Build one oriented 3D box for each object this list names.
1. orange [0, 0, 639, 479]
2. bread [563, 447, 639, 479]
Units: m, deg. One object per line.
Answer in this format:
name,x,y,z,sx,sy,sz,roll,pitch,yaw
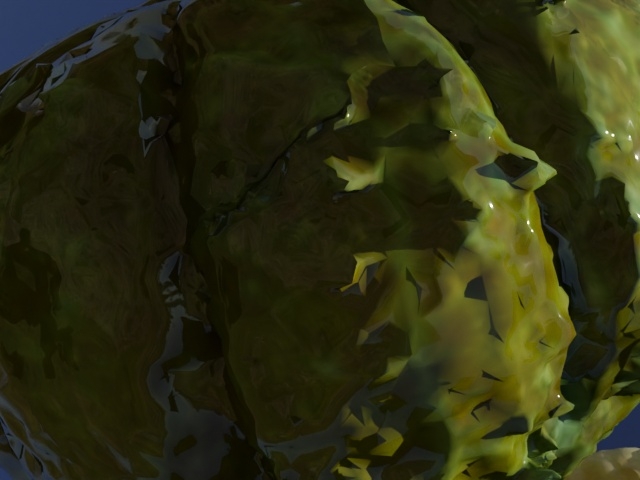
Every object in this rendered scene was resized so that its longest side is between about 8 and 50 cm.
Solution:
orange,0.000,0.000,0.508,0.300,0.301,0.223,-9,-73,20
bread,0.069,0.176,0.484,0.316,0.316,0.054,-131,-146,-48
